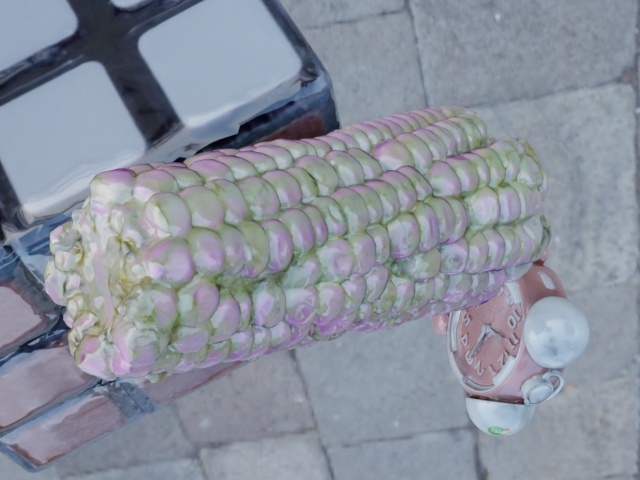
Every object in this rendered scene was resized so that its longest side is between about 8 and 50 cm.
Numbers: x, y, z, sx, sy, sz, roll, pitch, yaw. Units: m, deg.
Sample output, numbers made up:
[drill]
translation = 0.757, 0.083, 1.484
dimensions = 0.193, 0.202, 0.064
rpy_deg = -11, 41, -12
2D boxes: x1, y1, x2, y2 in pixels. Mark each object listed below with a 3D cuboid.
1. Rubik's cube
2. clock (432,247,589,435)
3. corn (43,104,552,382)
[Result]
[Rubik's cube]
translation = -0.168, -0.066, 0.806
dimensions = 0.303, 0.301, 0.305
rpy_deg = -28, 153, -8
[clock]
translation = 0.194, 0.095, 1.147
dimensions = 0.092, 0.162, 0.166
rpy_deg = 13, 127, -25
[corn]
translation = 0.002, 0.001, 0.616
dimensions = 0.335, 0.127, 0.127
rpy_deg = -15, 150, -47
